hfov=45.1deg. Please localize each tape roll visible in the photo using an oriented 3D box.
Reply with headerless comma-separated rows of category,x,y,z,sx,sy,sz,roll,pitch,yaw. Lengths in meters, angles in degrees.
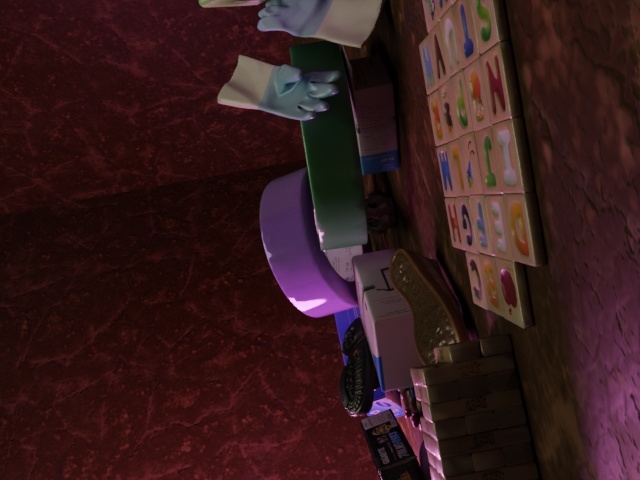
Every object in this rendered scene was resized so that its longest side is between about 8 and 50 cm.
tape roll,0.000,0.000,1.432,0.275,0.090,0.274,41,-141,-46
tape roll,0.012,-0.147,1.207,0.321,0.077,0.321,170,90,-90

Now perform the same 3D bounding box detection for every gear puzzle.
gear puzzle,0.139,0.193,1.496,0.339,0.044,0.175,-104,4,-51

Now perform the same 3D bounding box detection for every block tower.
block tower,0.164,0.265,0.742,0.097,0.091,0.335,91,169,-81

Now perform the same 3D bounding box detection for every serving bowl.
serving bowl,0.183,0.376,1.307,0.083,0.027,0.083,-9,-90,-82

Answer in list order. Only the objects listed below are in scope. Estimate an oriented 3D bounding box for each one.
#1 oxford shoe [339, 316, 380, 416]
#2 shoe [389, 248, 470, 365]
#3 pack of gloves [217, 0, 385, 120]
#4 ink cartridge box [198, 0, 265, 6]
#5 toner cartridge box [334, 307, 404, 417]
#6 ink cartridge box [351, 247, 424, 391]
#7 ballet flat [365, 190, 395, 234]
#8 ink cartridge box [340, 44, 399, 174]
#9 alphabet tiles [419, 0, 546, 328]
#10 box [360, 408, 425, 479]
oxford shoe,0.091,0.231,1.364,0.083,0.096,0.227,-49,15,30
shoe,0.145,0.086,0.936,0.076,0.058,0.219,-62,29,30
pack of gloves,-0.043,-0.270,1.065,0.046,0.232,0.195,28,-96,-48
ink cartridge box,-0.060,-0.440,1.013,0.273,0.115,0.198,-2,101,47
toner cartridge box,0.095,0.193,1.629,0.165,0.075,0.347,43,-150,-57
ink cartridge box,0.116,0.128,1.289,0.203,0.086,0.148,-106,5,-60
ballet flat,0.092,-0.047,1.407,0.250,0.058,0.084,-138,38,-86
ink cartridge box,0.074,-0.202,1.143,0.104,0.060,0.180,-102,2,-52
alphabet tiles,0.138,-0.098,0.713,0.285,0.011,0.342,-140,39,-86
box,0.159,0.458,1.285,0.293,0.073,0.295,-106,-6,-87
